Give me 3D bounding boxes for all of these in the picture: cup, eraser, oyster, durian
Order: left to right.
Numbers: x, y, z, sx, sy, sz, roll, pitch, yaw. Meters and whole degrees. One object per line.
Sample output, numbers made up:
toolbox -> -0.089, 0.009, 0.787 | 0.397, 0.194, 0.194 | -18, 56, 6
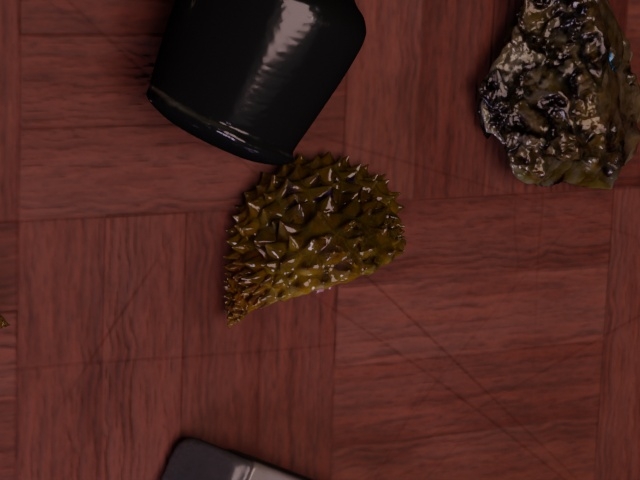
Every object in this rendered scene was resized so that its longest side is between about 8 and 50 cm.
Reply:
cup -> -0.048, -0.161, 1.725 | 0.223, 0.169, 0.176 | 20, 95, -62
durian -> -0.002, -0.001, 1.817 | 0.182, 0.165, 0.132 | 1, 143, -7
eraser -> -0.002, 0.286, 1.891 | 0.352, 0.061, 0.089 | 24, 88, -32
oyster -> 0.264, -0.153, 1.938 | 0.223, 0.083, 0.214 | 13, 96, -37

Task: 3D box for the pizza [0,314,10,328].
pizza -> -0.366, 0.079, 1.655 | 0.178, 0.041, 0.131 | 30, 87, -31
